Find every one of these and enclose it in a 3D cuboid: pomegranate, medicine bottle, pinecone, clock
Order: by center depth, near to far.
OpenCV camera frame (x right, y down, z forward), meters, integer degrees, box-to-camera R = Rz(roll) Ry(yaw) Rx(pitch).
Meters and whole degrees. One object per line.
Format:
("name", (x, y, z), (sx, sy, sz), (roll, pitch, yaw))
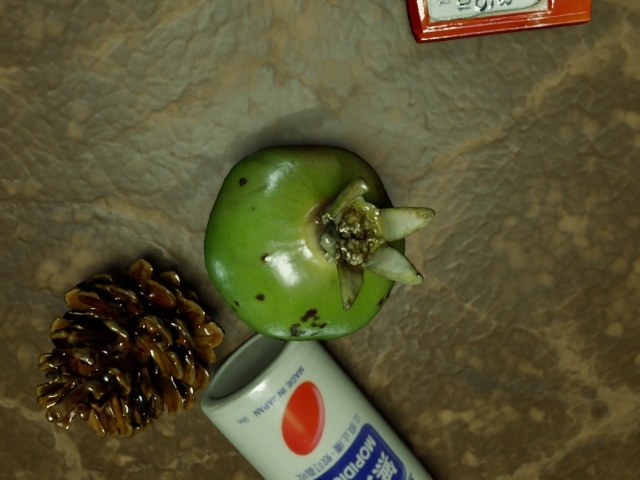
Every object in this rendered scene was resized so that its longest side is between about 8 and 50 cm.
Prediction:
("pomegranate", (0.000, 0.000, 0.488), (0.181, 0.224, 0.182), (2, 85, -26))
("clock", (0.151, -0.240, 0.514), (0.155, 0.061, 0.113), (-5, 105, 3))
("pinecone", (-0.183, 0.108, 0.546), (0.173, 0.173, 0.174), (0, 105, -2))
("medicine bottle", (0.033, 0.246, 0.604), (0.130, 0.130, 0.341), (-36, 103, 8))
